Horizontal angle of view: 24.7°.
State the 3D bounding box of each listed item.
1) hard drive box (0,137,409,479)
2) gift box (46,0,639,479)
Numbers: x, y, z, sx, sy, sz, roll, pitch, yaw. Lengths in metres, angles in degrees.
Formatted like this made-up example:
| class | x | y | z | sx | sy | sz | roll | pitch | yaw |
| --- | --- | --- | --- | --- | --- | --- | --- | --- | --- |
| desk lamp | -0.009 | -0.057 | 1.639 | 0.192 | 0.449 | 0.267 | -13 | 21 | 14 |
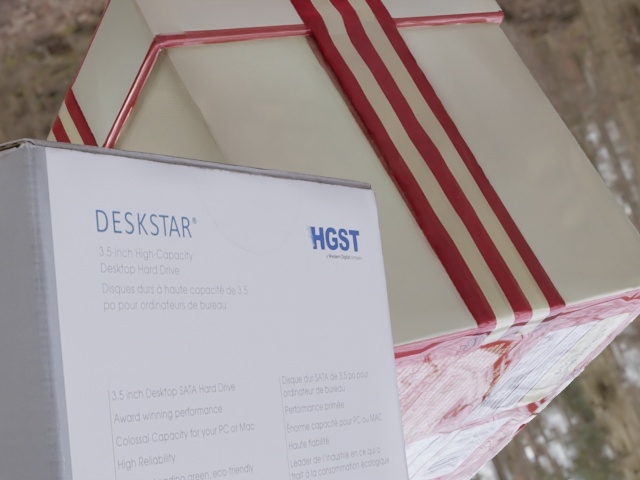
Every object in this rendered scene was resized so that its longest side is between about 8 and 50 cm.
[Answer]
| class | x | y | z | sx | sy | sz | roll | pitch | yaw |
| --- | --- | --- | --- | --- | --- | --- | --- | --- | --- |
| hard drive box | -0.050 | 0.095 | 0.458 | 0.089 | 0.232 | 0.181 | -10 | 172 | 32 |
| gift box | 0.000 | 0.000 | 0.797 | 0.276 | 0.258 | 0.255 | -8 | 149 | -41 |
